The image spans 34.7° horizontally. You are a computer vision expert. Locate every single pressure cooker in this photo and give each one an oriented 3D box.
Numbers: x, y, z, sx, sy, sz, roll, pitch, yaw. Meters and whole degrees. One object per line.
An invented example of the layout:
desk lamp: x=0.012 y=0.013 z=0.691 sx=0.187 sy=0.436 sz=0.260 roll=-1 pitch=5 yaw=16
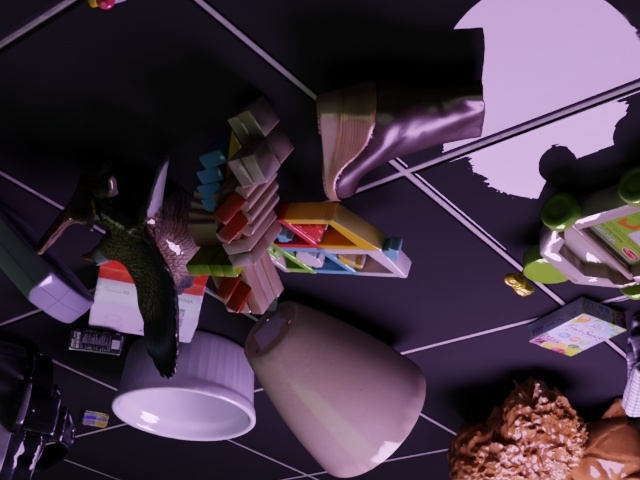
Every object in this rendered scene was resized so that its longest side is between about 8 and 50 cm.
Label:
pressure cooker: x=-0.686 y=0.355 z=1.962 sx=0.420 sy=0.375 sz=0.370 roll=18 pitch=-170 yaw=-23

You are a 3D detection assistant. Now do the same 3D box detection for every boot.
boot: x=0.103 y=-0.123 z=1.312 sx=0.207 sy=0.090 sz=0.248 roll=-3 pitch=157 yaw=2

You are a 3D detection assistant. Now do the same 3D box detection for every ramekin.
ramekin: x=-0.258 y=0.281 z=1.998 sx=0.277 sy=0.135 sz=0.277 roll=4 pitch=149 yaw=2

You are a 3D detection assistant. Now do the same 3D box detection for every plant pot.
plant pot: x=0.001 y=0.239 z=1.819 sx=0.256 sy=0.256 sz=0.274 roll=-25 pitch=123 yaw=40

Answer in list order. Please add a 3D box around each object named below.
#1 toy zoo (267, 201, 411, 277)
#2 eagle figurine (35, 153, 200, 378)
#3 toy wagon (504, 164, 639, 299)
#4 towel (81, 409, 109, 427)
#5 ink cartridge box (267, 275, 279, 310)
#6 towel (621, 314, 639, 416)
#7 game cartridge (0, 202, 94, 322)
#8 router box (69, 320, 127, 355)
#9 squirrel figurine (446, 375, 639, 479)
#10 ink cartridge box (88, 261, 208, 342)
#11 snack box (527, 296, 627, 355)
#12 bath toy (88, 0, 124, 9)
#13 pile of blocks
toy zoo: x=0.000 y=0.000 z=1.507 sx=0.293 sy=0.030 sz=0.192 roll=1 pitch=155 yaw=42
eagle figurine: x=-0.254 y=0.021 z=1.489 sx=0.298 sy=0.226 sz=0.225 roll=49 pitch=165 yaw=-28
toy wagon: x=0.427 y=0.001 z=1.499 sx=0.344 sy=0.068 sz=0.267 roll=-19 pitch=142 yaw=36
towel: x=-0.524 y=0.417 z=2.386 sx=0.060 sy=0.009 sz=0.083 roll=13 pitch=149 yaw=-13
ink cartridge box: x=-0.096 y=0.090 z=1.755 sx=0.048 sy=0.028 sz=0.083 roll=6 pitch=149 yaw=-2
towel: x=0.672 y=0.217 z=1.788 sx=0.284 sy=0.121 sz=0.235 roll=-4 pitch=150 yaw=11
game cartridge: x=-0.420 y=0.032 z=1.491 sx=0.062 sy=0.198 sz=0.297 roll=-38 pitch=173 yaw=-7
router box: x=-0.406 y=0.178 z=1.882 sx=0.092 sy=0.038 sz=0.122 roll=7 pitch=-177 yaw=-6
squirrel figurine: x=0.462 y=0.443 z=2.057 sx=0.370 sy=0.281 sz=0.397 roll=-15 pitch=147 yaw=19
ink cartridge box: x=-0.298 y=0.098 z=1.774 sx=0.189 sy=0.066 sz=0.232 roll=11 pitch=153 yaw=-10
snack box: x=0.444 y=0.151 z=1.779 sx=0.100 sy=0.037 sz=0.141 roll=19 pitch=146 yaw=-25
bath toy: x=-0.324 y=-0.317 z=1.000 sx=0.348 sy=0.129 sz=0.151 roll=18 pitch=147 yaw=-22
pile of blocks: x=-0.131 y=-0.027 z=1.395 sx=0.149 sy=0.112 sz=0.362 roll=20 pitch=133 yaw=15
